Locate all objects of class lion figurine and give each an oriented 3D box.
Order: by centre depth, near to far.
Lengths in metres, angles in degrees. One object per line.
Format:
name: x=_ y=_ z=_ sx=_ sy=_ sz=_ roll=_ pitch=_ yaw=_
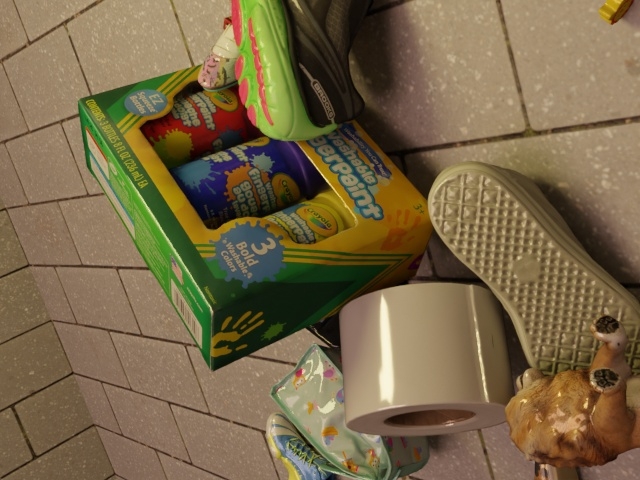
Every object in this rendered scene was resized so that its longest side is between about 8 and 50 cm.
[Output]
lion figurine: x=0.419 y=0.189 z=0.917 sx=0.393 sy=0.142 sz=0.240 roll=-1 pitch=137 yaw=14

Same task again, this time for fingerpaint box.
fingerpaint box: x=-0.106 y=-0.082 z=1.193 sx=0.444 sy=0.371 sz=0.163 roll=53 pitch=152 yaw=29

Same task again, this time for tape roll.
tape roll: x=0.152 y=0.180 z=1.128 sx=0.246 sy=0.246 sz=0.169 roll=-41 pitch=46 yaw=53

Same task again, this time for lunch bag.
lunch bag: x=0.070 y=0.328 z=1.403 sx=0.160 sy=0.223 sz=0.262 roll=-48 pitch=65 yaw=9

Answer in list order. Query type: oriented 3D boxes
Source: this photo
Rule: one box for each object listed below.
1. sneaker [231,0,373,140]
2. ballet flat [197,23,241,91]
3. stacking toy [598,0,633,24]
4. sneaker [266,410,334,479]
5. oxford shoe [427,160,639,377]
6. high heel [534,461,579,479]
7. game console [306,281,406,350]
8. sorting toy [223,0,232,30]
sneaker: x=-0.029 y=-0.388 z=1.147 sx=0.185 sy=0.202 sz=0.482 roll=3 pitch=98 yaw=64
ballet flat: x=-0.108 y=-0.315 z=1.232 sx=0.077 sy=0.222 sz=0.079 roll=37 pitch=145 yaw=28
stacking toy: x=0.314 y=-0.371 z=0.838 sx=0.167 sy=0.052 sz=0.221 roll=46 pitch=139 yaw=19
sneaker: x=-0.032 y=0.498 z=1.788 sx=0.126 sy=0.091 sz=0.240 roll=-19 pitch=96 yaw=35
oxford shoe: x=0.316 y=0.066 z=1.053 sx=0.169 sy=0.130 sz=0.449 roll=-38 pitch=95 yaw=24
high heel: x=0.326 y=0.414 z=1.267 sx=0.186 sy=0.093 sz=0.261 roll=5 pitch=125 yaw=42
game console: x=0.000 y=0.000 z=1.355 sx=0.293 sy=0.250 sz=0.173 roll=34 pitch=161 yaw=34
sorting toy: x=-0.112 y=-0.389 z=1.342 sx=0.132 sy=0.046 sz=0.274 roll=43 pitch=139 yaw=25
